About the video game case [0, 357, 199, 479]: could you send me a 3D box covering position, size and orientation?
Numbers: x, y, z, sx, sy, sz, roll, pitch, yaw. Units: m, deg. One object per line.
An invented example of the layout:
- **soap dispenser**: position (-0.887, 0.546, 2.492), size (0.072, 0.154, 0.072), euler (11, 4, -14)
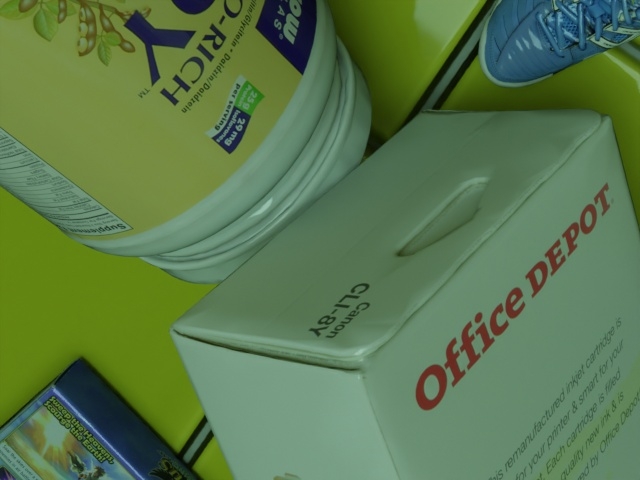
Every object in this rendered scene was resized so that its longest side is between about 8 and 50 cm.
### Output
- **video game case**: position (-0.204, 0.274, 1.181), size (0.244, 0.061, 0.269), euler (-40, 97, 26)

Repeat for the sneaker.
- **sneaker**: position (0.191, -0.170, 0.894), size (0.211, 0.081, 0.080), euler (-34, 101, 25)

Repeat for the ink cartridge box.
- **ink cartridge box**: position (0.104, 0.140, 0.879), size (0.160, 0.279, 0.384), euler (6, 127, 42)

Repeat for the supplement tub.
- **supplement tub**: position (-0.140, -0.137, 0.844), size (0.241, 0.241, 0.331), euler (-27, 137, 22)
